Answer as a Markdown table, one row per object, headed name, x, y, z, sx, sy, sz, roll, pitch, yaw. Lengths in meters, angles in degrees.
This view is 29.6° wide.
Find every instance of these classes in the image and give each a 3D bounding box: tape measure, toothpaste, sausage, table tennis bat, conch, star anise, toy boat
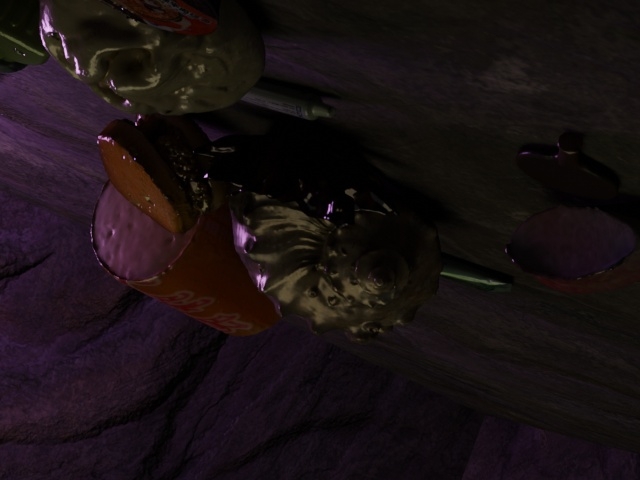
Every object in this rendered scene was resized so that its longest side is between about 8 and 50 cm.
| name | x | y | z | sx | sy | sz | roll | pitch | yaw |
| --- | --- | --- | --- | --- | --- | --- | --- | --- | --- |
| tape measure | -0.376 | -0.255 | 1.305 | 0.200 | 0.106 | 0.175 | 27 | 166 | -16 |
| toothpaste | -0.065 | -0.164 | 1.352 | 0.197 | 0.029 | 0.048 | 19 | 167 | 33 |
| sausage | -0.191 | 0.005 | 1.930 | 0.233 | 0.233 | 0.287 | 14 | 166 | 38 |
| toothpaste | 0.153 | 0.032 | 1.878 | 0.297 | 0.048 | 0.075 | 17 | 170 | 11 |
| table tennis bat | 0.226 | -0.027 | 1.192 | 0.108 | 0.119 | 0.170 | 19 | 171 | 14 |
| conch | -0.007 | 0.016 | 1.650 | 0.297 | 0.210 | 0.352 | 27 | 169 | -21 |
| star anise | -0.024 | -0.098 | 1.469 | 0.272 | 0.102 | 0.272 | 14 | -163 | -4 |
| toy boat | 0.355 | 0.027 | 1.352 | 0.206 | 0.096 | 0.282 | -6 | 163 | 40 |

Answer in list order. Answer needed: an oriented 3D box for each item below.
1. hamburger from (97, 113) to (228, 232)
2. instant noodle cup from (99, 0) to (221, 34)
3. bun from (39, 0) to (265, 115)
| name | x | y | z | sx | sy | sz | roll | pitch | yaw |
| --- | --- | --- | --- | --- | --- | --- | --- | --- | --- |
| hamburger | -0.204 | -0.103 | 1.619 | 0.182 | 0.118 | 0.191 | 45 | 164 | -4 |
| instant noodle cup | -0.099 | -0.223 | 0.799 | 0.127 | 0.135 | 0.127 | 22 | 170 | 4 |
| bun | -0.169 | -0.189 | 1.154 | 0.231 | 0.133 | 0.231 | 22 | 168 | 5 |
